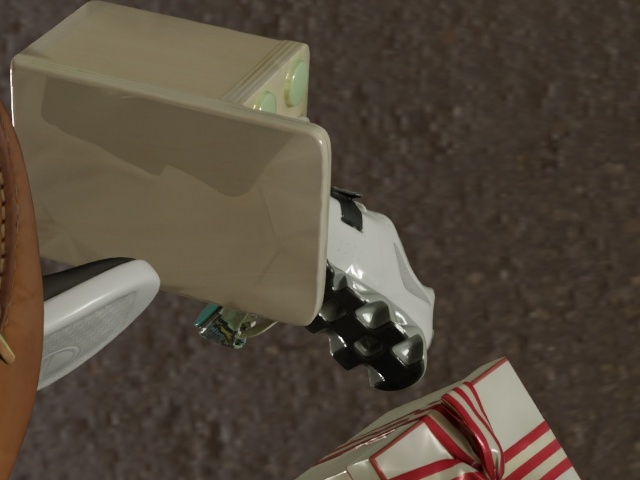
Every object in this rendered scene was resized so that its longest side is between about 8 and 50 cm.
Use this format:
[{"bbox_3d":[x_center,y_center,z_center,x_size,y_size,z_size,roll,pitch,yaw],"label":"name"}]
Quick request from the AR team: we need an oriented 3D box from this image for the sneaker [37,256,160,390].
[{"bbox_3d":[-0.255,0.042,1.164,0.296,0.104,0.147,-25,71,-4],"label":"sneaker"}]

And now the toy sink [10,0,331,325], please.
[{"bbox_3d":[-0.083,-0.059,1.316,0.234,0.131,0.153,14,123,19],"label":"toy sink"}]

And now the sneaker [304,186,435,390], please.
[{"bbox_3d":[0.000,0.000,1.958,0.122,0.146,0.330,-24,119,36],"label":"sneaker"}]

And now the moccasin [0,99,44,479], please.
[{"bbox_3d":[-0.209,0.089,0.755,0.139,0.147,0.380,14,67,10],"label":"moccasin"}]

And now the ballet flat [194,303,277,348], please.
[{"bbox_3d":[-0.055,0.048,1.861,0.188,0.070,0.070,-46,67,46],"label":"ballet flat"}]

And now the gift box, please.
[{"bbox_3d":[0.123,0.305,1.963,0.255,0.276,0.258,54,141,-3],"label":"gift box"}]
